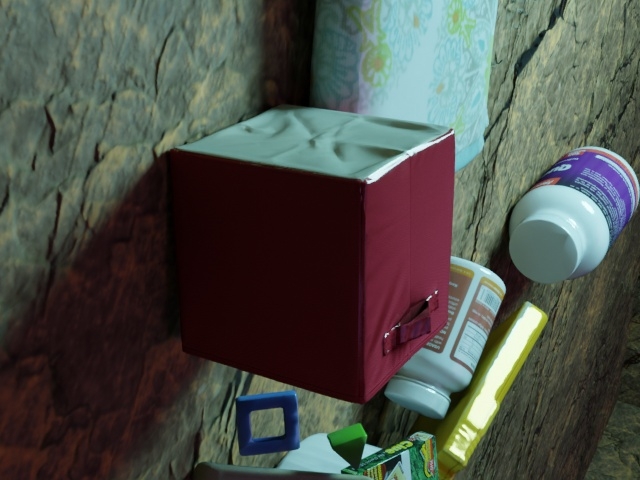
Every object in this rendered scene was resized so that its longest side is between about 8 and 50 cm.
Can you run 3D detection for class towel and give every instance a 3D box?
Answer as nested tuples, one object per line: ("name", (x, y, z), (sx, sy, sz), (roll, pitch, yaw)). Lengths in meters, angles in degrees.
("towel", (0.097, -0.205, 1.070), (0.374, 0.090, 0.320), (-34, 132, -53))

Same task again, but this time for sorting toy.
("sorting toy", (-0.045, 0.326, 0.994), (0.047, 0.196, 0.347), (-127, -133, -74))

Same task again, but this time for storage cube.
("storage cube", (0.000, 0.000, 0.857), (0.184, 0.215, 0.193), (-32, 127, -53))

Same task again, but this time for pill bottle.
("pill bottle", (0.463, -0.044, 1.790), (0.323, 0.182, 0.181), (-38, 137, -51))
("pill bottle", (0.174, 0.140, 1.393), (0.216, 0.121, 0.121), (-65, 153, -16))

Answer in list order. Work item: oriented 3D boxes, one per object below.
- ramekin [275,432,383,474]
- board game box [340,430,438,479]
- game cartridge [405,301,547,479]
("ramekin", (0.012, 0.374, 1.194), (0.277, 0.135, 0.277), (-41, 140, -48))
("board game box", (0.089, 0.360, 1.091), (0.136, 0.030, 0.259), (-16, 103, -46))
("game cartridge", (0.199, 0.270, 1.453), (0.323, 0.053, 0.285), (-52, 177, -38))
